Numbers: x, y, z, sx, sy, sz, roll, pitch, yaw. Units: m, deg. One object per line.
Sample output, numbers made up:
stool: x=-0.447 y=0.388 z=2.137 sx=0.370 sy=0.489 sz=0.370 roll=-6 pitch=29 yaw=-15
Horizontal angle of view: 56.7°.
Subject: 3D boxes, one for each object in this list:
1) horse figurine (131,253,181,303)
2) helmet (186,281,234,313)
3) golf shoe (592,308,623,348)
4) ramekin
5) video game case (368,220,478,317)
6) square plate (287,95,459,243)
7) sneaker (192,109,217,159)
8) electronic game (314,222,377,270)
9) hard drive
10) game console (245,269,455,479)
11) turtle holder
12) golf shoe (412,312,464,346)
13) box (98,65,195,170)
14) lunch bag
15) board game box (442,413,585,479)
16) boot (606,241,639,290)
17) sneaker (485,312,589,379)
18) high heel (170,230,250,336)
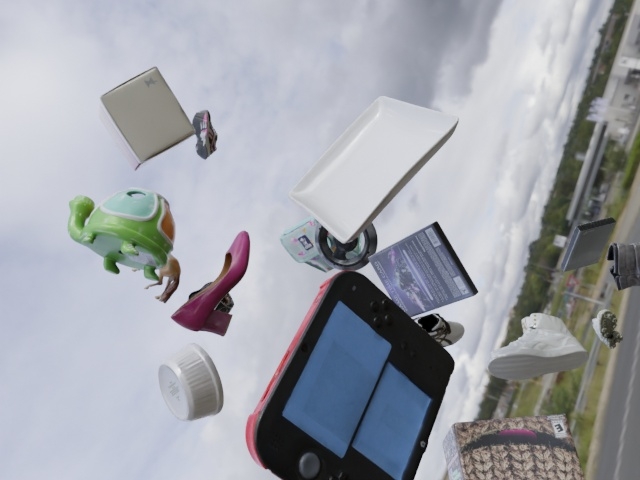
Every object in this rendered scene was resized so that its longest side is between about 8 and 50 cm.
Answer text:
horse figurine: x=-0.531 y=0.079 z=1.949 sx=0.174 sy=0.263 sz=0.066 roll=-42 pitch=-20 yaw=14
helmet: x=-0.455 y=0.265 z=2.419 sx=0.162 sy=0.169 sz=0.169 roll=-34 pitch=-19 yaw=11
golf shoe: x=0.859 y=0.260 z=1.815 sx=0.069 sy=0.086 sz=0.176 roll=-38 pitch=-52 yaw=-6
ramekin: x=-0.464 y=0.510 z=2.087 sx=0.127 sy=0.273 sz=0.272 roll=-19 pitch=-53 yaw=-38
video game case: x=0.249 y=0.084 z=1.499 sx=0.026 sy=0.196 sz=0.274 roll=-29 pitch=-3 yaw=-35
square plate: x=0.109 y=-0.168 z=1.340 sx=0.347 sy=0.344 sz=0.049 roll=-47 pitch=-59 yaw=-1
sneaker: x=-0.396 y=-0.377 z=2.070 sx=0.077 sy=0.072 sz=0.178 roll=-41 pitch=-31 yaw=-45
electronic game: x=0.087 y=-0.004 z=2.055 sx=0.048 sy=0.229 sz=0.229 roll=-31 pitch=-45 yaw=-65
hard drive: x=0.610 y=0.010 z=1.356 sx=0.135 sy=0.094 sz=0.022 roll=87 pitch=165 yaw=-45
game console: x=0.073 y=0.281 z=1.052 sx=0.060 sy=0.342 sz=0.386 roll=-27 pitch=28 yaw=55
turtle holder: x=-0.580 y=-0.032 z=1.770 sx=0.243 sy=0.320 sz=0.227 roll=49 pitch=-131 yaw=-47
golf shoe: x=0.317 y=0.238 z=1.591 sx=0.094 sy=0.198 sz=0.077 roll=127 pitch=137 yaw=-51
box: x=-0.364 y=-0.242 z=1.226 sx=0.127 sy=0.232 sz=0.148 roll=-34 pitch=-77 yaw=-16
lunch bag: x=0.000 y=0.000 z=2.330 sx=0.262 sy=0.223 sz=0.160 roll=26 pitch=-128 yaw=-34
board game box: x=0.388 y=0.509 z=1.157 sx=0.141 sy=0.232 sz=0.291 roll=86 pitch=178 yaw=-57
boot: x=0.881 y=0.008 z=1.558 sx=0.118 sy=0.223 sz=0.338 roll=-73 pitch=-28 yaw=-52
sneaker: x=0.586 y=0.296 z=1.692 sx=0.169 sy=0.293 sz=0.108 roll=-106 pitch=16 yaw=-52
high heel: x=-0.348 y=0.116 z=1.937 sx=0.127 sy=0.181 sz=0.377 roll=-38 pitch=36 yaw=57
